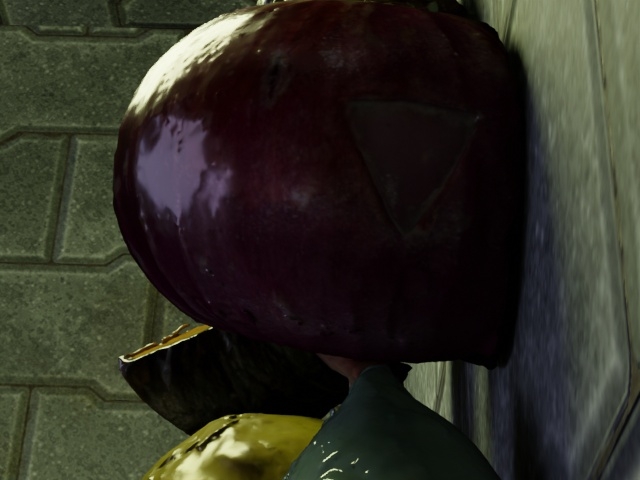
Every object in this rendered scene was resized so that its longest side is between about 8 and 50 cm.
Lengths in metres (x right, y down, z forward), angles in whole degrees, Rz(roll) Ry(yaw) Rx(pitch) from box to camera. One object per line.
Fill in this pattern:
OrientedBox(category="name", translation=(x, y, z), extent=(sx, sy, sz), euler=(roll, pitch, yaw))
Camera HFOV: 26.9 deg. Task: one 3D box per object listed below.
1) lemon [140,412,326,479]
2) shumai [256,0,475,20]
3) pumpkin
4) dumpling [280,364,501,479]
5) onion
OrientedBox(category="lemon", translation=(-0.026, 0.248, 0.925), extent=(0.284, 0.260, 0.261), euler=(22, -111, -74))
OrientedBox(category="shumai", translation=(0.045, -0.129, 1.006), extent=(0.218, 0.189, 0.256), euler=(-178, 98, -70))
OrientedBox(category="pumpkin", translation=(0.013, 0.067, 0.989), extent=(0.163, 0.278, 0.111), euler=(-33, 81, 58))
OrientedBox(category="dumpling", translation=(0.016, 0.135, 0.612), extent=(0.217, 0.149, 0.105), euler=(-106, 6, -61))
OrientedBox(category="onion", translation=(-0.006, -0.030, 0.777), extent=(0.256, 0.230, 0.273), euler=(91, -174, -65))
